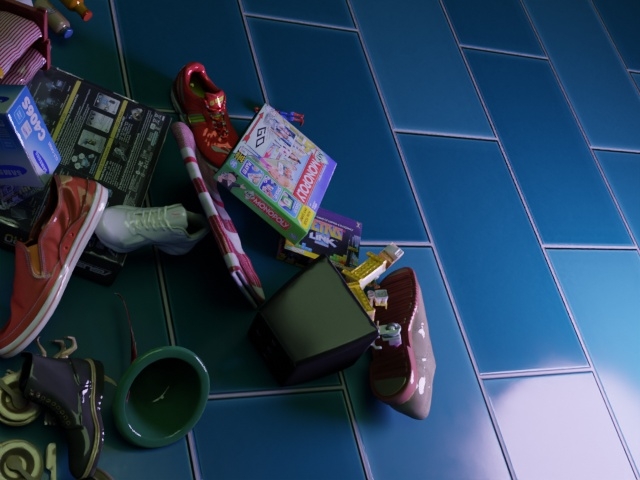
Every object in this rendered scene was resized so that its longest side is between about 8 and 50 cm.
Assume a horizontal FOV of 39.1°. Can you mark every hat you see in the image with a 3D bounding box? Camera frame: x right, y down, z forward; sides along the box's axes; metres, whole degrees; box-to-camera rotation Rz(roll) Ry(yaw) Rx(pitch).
[{"bbox_3d":[-0.308,0.238,1.596,0.173,0.184,0.208,30,84,-35],"label":"hat"}]

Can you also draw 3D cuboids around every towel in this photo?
[{"bbox_3d":[-0.193,-0.046,1.735,0.037,0.237,0.329,-24,68,-1],"label":"towel"}]

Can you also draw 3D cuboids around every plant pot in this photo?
[{"bbox_3d":[-0.030,0.168,1.706,0.167,0.187,0.188,-26,73,-26],"label":"plant pot"}]

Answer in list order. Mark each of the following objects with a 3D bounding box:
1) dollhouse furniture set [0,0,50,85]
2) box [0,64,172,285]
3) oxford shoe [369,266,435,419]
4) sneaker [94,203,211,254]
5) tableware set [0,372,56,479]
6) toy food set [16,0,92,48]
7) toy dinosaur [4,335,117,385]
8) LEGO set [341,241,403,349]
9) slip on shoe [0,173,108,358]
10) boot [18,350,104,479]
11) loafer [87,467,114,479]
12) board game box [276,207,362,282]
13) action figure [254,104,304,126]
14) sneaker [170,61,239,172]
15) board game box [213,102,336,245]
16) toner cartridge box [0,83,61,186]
[{"bbox_3d":[-0.708,-0.364,1.642,0.374,0.152,0.201,19,53,3],"label":"dollhouse furniture set"},{"bbox_3d":[-0.484,-0.140,1.717,0.318,0.097,0.394,22,51,-17],"label":"box"},{"bbox_3d":[0.171,0.210,1.848,0.130,0.123,0.348,46,36,-34],"label":"oxford shoe"},{"bbox_3d":[-0.297,-0.035,1.625,0.232,0.115,0.090,2,67,-47],"label":"sneaker"},{"bbox_3d":[-0.479,0.302,1.424,0.128,0.039,0.194,5,67,-26],"label":"tableware set"},{"bbox_3d":[-0.594,-0.448,1.860,0.104,0.111,0.232,46,46,7],"label":"toy food set"},{"bbox_3d":[-0.442,0.212,1.535,0.183,0.053,0.092,5,73,-24],"label":"toy dinosaur"},{"bbox_3d":[0.099,0.123,1.841,0.132,0.107,0.287,4,37,3],"label":"LEGO set"},{"bbox_3d":[-0.472,0.038,1.513,0.101,0.123,0.331,28,83,-28],"label":"slip on shoe"},{"bbox_3d":[-0.421,0.278,1.432,0.137,0.077,0.197,19,52,-41],"label":"boot"},{"bbox_3d":[-0.338,0.429,1.424,0.050,0.056,0.148,-15,66,-43],"label":"loafer"},{"bbox_3d":[0.000,0.000,1.919,0.170,0.048,0.141,20,52,-16],"label":"board game box"},{"bbox_3d":[-0.097,-0.289,2.082,0.115,0.030,0.038,15,47,-13],"label":"action figure"},{"bbox_3d":[-0.236,-0.262,1.925,0.107,0.118,0.279,-20,69,-37],"label":"sneaker"},{"bbox_3d":[-0.086,-0.147,1.886,0.213,0.046,0.317,39,31,-12],"label":"board game box"},{"bbox_3d":[-0.630,-0.180,1.511,0.348,0.165,0.075,4,49,15],"label":"toner cartridge box"}]
